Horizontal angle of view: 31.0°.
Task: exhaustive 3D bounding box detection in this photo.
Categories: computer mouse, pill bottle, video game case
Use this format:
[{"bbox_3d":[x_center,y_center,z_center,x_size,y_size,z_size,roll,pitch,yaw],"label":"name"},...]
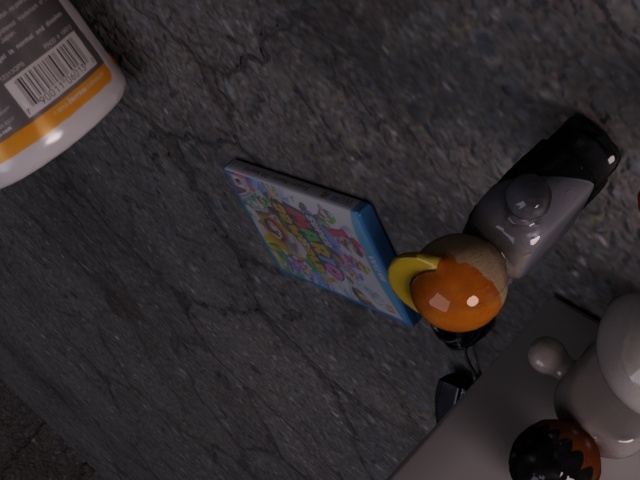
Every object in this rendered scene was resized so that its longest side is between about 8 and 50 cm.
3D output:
[{"bbox_3d":[0.108,0.111,0.869,0.071,0.041,0.242,31,152,36],"label":"computer mouse"},{"bbox_3d":[-0.295,-0.190,0.917,0.278,0.162,0.162,55,156,-20],"label":"pill bottle"},{"bbox_3d":[0.000,0.000,0.907,0.166,0.015,0.119,21,146,47],"label":"video game case"}]

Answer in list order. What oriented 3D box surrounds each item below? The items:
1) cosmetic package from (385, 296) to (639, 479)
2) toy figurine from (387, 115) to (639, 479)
[{"bbox_3d":[0.091,0.237,0.683,0.155,0.365,0.197,31,151,30],"label":"cosmetic package"},{"bbox_3d":[0.158,0.058,0.548,0.209,0.148,0.213,15,143,52],"label":"toy figurine"}]
